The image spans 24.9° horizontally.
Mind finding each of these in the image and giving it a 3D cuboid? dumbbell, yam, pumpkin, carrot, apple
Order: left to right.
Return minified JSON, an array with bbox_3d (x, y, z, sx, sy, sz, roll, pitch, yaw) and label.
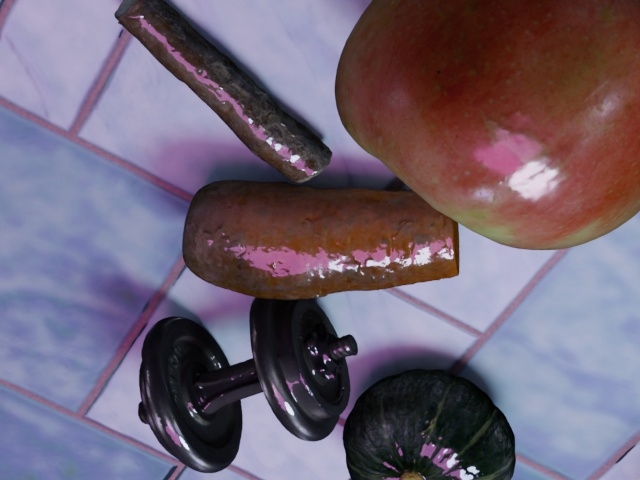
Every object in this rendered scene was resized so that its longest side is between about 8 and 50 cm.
[{"bbox_3d":[-0.100,-0.160,1.520,0.061,0.061,0.274,-35,115,30],"label":"yam"},{"bbox_3d":[-0.089,0.160,1.688,0.290,0.192,0.192,-20,123,22],"label":"dumbbell"},{"bbox_3d":[0.000,0.000,1.587,0.302,0.139,0.139,0,128,8],"label":"carrot"},{"bbox_3d":[0.131,0.254,1.758,0.211,0.152,0.212,15,127,20],"label":"pumpkin"},{"bbox_3d":[0.190,-0.150,1.329,0.319,0.319,0.277,32,106,-16],"label":"apple"}]
